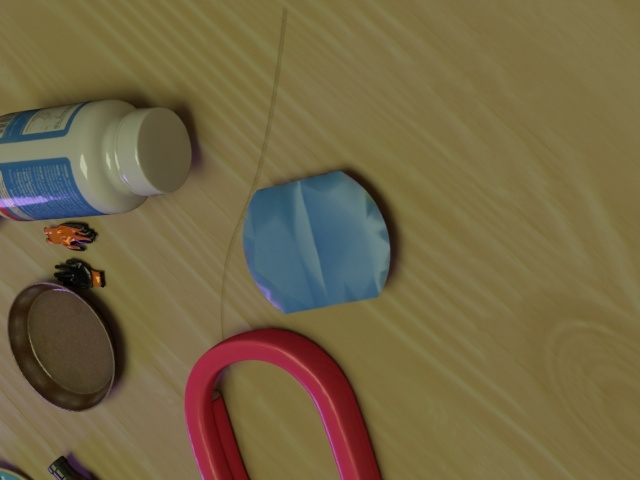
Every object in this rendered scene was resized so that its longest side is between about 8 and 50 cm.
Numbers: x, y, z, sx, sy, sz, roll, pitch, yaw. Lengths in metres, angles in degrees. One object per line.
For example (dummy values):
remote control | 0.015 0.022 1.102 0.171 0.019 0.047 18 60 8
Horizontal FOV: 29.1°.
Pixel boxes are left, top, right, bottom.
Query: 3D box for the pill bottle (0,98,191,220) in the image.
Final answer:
pill bottle | -0.253 -0.087 1.330 0.221 0.124 0.124 -2 106 32

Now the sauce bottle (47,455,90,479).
sauce bottle | -0.292 0.326 1.555 0.128 0.042 0.042 48 125 9

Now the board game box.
board game box | 0.000 0.000 1.266 0.168 0.033 0.133 -13 96 29

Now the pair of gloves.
pair of gloves | -0.290 0.018 1.460 0.074 0.010 0.083 2 111 29

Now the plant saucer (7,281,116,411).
plant saucer | -0.309 0.126 1.500 0.168 0.029 0.169 11 112 27

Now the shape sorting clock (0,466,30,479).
shape sorting clock | -0.443 0.401 1.631 0.206 0.040 0.206 0 92 12

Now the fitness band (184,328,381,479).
fitness band | -0.040 0.237 1.367 0.209 0.054 0.291 -12 102 31
